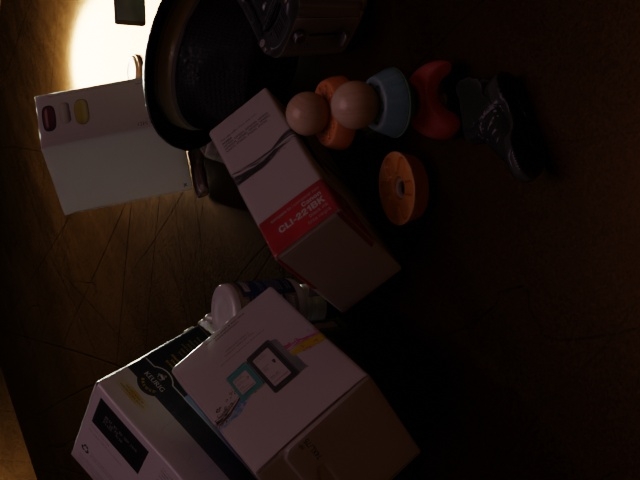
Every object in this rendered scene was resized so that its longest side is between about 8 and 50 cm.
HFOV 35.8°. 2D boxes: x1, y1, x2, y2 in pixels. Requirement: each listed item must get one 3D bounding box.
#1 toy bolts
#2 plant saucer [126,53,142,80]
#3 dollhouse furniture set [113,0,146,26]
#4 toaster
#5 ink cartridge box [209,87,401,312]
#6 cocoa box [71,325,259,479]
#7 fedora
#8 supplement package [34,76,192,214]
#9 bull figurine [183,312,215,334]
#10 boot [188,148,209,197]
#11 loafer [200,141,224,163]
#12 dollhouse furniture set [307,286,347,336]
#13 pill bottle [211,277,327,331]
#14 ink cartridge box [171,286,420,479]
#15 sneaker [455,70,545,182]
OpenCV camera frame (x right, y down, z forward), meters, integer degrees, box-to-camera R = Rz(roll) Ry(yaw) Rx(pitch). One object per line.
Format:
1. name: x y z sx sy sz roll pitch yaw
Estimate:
1. toy bolts: 0.063 -0.133 1.292 0.228 0.159 0.218 149 113 -64
2. plant saucer: -0.432 -0.389 2.286 0.083 0.013 0.083 7 99 60
3. dollhouse furniture set: -0.252 -0.466 1.786 0.301 0.198 0.151 -5 87 61
4. toaster: -0.033 -0.369 1.467 0.227 0.147 0.129 64 142 32
5. ink cartridge box: -0.024 -0.059 1.415 0.114 0.197 0.272 -38 51 9
6. cocoa box: -0.201 0.364 1.640 0.347 0.228 0.231 44 134 16
7. fedora: -0.137 -0.293 1.590 0.153 0.334 0.334 19 112 26
8. supplement package: -0.400 -0.188 1.936 0.204 0.262 0.145 89 166 -54
9. bull figurine: -0.153 0.213 1.756 0.188 0.101 0.310 56 139 1
10. boot: -0.234 -0.146 1.944 0.106 0.037 0.114 129 134 -67
11. loafer: -0.217 -0.256 1.829 0.319 0.112 0.112 56 138 41
12. dollhouse furniture set: 0.017 0.071 1.511 0.076 0.059 0.151 40 126 51
13. pill bottle: -0.079 0.108 1.570 0.094 0.169 0.094 12 104 59
14. ink cartridge box: -0.037 0.243 1.405 0.270 0.197 0.198 38 165 50
15. sneaker: 0.209 -0.131 1.175 0.089 0.051 0.170 -42 52 53
